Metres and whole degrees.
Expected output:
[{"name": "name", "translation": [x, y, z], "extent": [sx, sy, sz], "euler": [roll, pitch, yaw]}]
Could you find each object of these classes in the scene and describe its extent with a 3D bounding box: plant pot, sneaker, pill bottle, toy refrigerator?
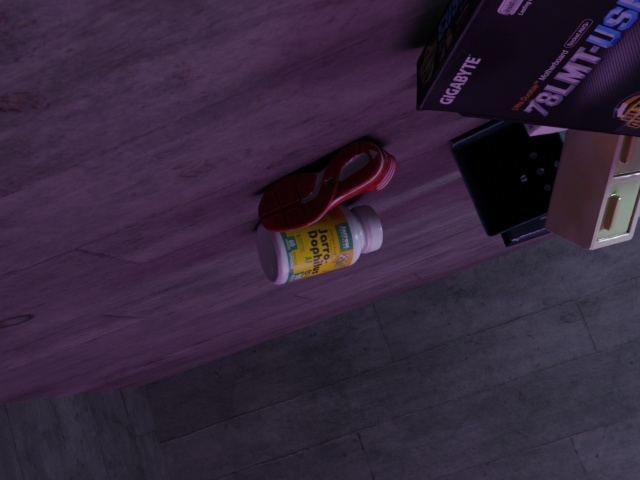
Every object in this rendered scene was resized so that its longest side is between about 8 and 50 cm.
[{"name": "plant pot", "translation": [0.355, -0.120, 1.295], "extent": [0.166, 0.165, 0.234], "euler": [-25, 175, 25]}, {"name": "sneaker", "translation": [0.021, -0.070, 1.154], "extent": [0.221, 0.087, 0.128], "euler": [-23, 167, 26]}, {"name": "pill bottle", "translation": [0.000, 0.000, 1.362], "extent": [0.209, 0.117, 0.117], "euler": [-14, 167, -22]}, {"name": "toy refrigerator", "translation": [0.407, -0.129, 1.055], "extent": [0.102, 0.269, 0.094], "euler": [-10, -151, -33]}]

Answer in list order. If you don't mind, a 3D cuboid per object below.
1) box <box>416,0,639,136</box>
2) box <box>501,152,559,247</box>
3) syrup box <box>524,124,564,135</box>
[{"name": "box", "translation": [0.270, -0.201, 0.713], "extent": [0.294, 0.073, 0.295], "euler": [4, 160, -9]}, {"name": "box", "translation": [0.423, -0.088, 1.526], "extent": [0.156, 0.158, 0.093], "euler": [-19, 169, 3]}, {"name": "syrup box", "translation": [0.339, -0.222, 0.920], "extent": [0.093, 0.096, 0.237], "euler": [-11, 167, -24]}]
